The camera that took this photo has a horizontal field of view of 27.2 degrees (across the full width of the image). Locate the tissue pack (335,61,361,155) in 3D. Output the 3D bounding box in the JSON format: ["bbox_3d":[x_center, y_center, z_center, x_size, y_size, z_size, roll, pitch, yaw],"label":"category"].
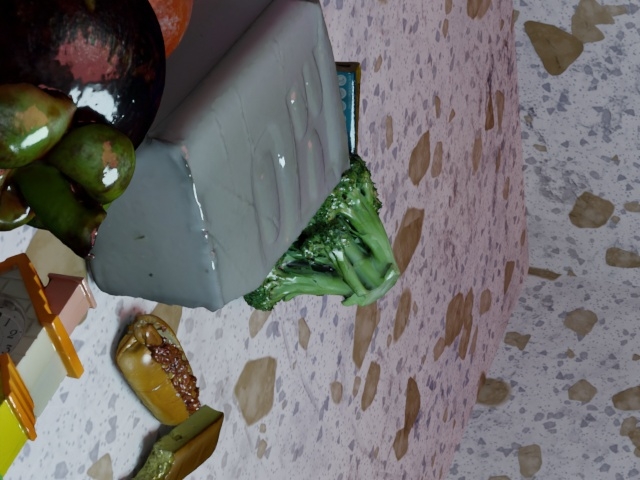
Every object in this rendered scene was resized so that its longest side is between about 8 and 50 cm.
[{"bbox_3d":[0.007,-0.216,2.230,0.082,0.120,0.169,-68,160,-70],"label":"tissue pack"}]

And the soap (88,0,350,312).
[{"bbox_3d":[-0.146,-0.120,1.790,0.435,0.213,0.350,-54,147,-47],"label":"soap"}]

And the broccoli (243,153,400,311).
[{"bbox_3d":[0.000,0.000,2.142,0.308,0.275,0.308,-33,156,-17],"label":"broccoli"}]

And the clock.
[{"bbox_3d":[-0.359,0.124,1.347,0.106,0.220,0.255,75,31,-43],"label":"clock"}]

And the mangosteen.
[{"bbox_3d":[-0.287,-0.156,1.269,0.311,0.311,0.311,9,90,-68],"label":"mangosteen"}]

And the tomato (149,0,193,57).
[{"bbox_3d":[-0.248,-0.276,1.483,0.184,0.208,0.208,-54,147,-35],"label":"tomato"}]

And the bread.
[{"bbox_3d":[-0.221,0.325,1.969,0.226,0.049,0.088,-32,146,-61],"label":"bread"}]

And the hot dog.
[{"bbox_3d":[-0.225,0.190,1.893,0.102,0.076,0.249,-63,153,-29],"label":"hot dog"}]
